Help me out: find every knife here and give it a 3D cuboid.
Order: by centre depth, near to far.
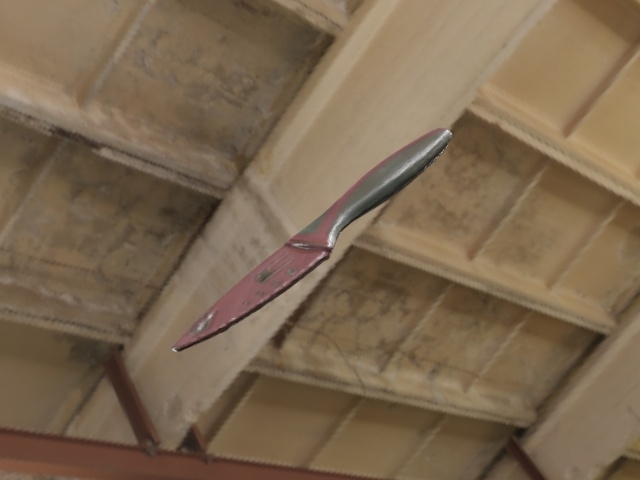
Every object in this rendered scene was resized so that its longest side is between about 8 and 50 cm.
[{"bbox_3d":[0.000,0.000,0.687,0.247,0.035,0.018,-40,-42,-14],"label":"knife"}]
